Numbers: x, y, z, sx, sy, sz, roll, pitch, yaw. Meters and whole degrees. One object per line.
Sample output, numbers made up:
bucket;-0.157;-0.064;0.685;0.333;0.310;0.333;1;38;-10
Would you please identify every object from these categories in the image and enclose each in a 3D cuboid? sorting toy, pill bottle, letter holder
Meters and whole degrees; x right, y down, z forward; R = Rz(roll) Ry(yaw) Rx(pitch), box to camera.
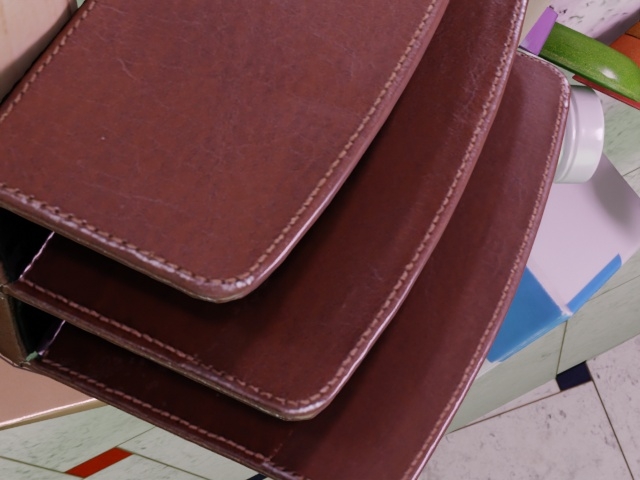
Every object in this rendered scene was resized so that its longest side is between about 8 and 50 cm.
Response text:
sorting toy;0.243;-0.189;0.897;0.365;0.127;0.126;9;111;-54
pill bottle;0.128;-0.087;0.874;0.180;0.108;0.108;1;153;-10
letter holder;0.012;-0.055;0.511;0.152;0.214;0.302;102;13;-57

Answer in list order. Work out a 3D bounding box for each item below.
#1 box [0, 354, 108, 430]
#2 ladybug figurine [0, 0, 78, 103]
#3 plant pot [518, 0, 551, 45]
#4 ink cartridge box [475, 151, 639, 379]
box;-0.210;0.053;0.803;0.201;0.164;0.021;-8;156;-39
ladybug figurine;-0.258;-0.069;0.437;0.305;0.162;0.449;-22;158;-23
plant pot;0.079;-0.182;0.678;0.096;0.109;0.109;-1;151;-22
ink cartridge box;0.117;0.067;1.133;0.395;0.166;0.285;-42;172;36
